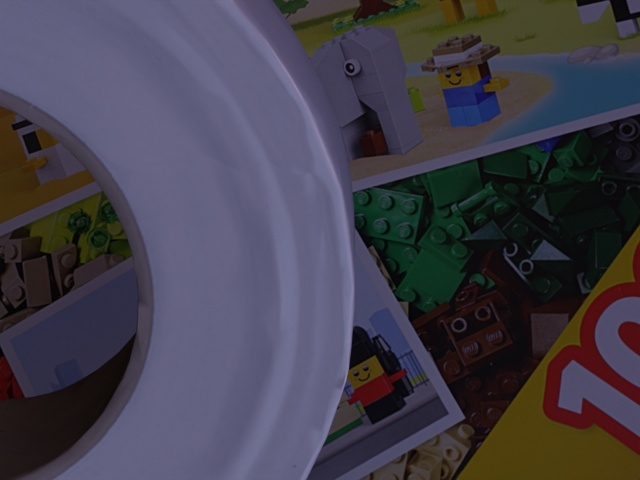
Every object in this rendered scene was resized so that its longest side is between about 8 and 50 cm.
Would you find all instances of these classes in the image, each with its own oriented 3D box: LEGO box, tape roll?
[{"bbox_3d":[0.000,0.000,0.800,0.193,0.500,0.372,55,13,-71],"label":"LEGO box"},{"bbox_3d":[-0.127,0.008,0.561,0.100,0.286,0.286,-89,169,-75],"label":"tape roll"}]
